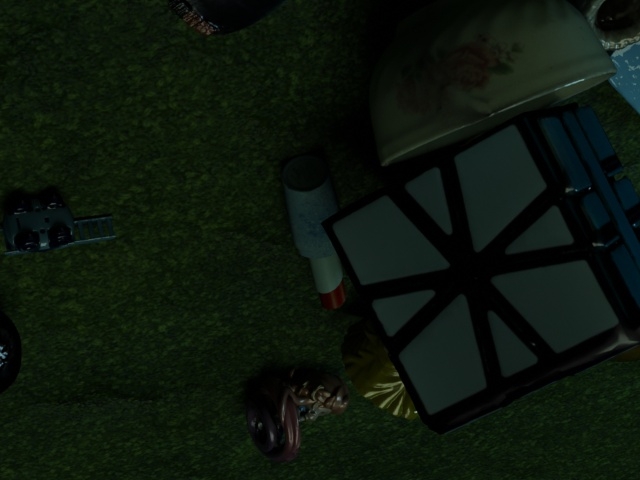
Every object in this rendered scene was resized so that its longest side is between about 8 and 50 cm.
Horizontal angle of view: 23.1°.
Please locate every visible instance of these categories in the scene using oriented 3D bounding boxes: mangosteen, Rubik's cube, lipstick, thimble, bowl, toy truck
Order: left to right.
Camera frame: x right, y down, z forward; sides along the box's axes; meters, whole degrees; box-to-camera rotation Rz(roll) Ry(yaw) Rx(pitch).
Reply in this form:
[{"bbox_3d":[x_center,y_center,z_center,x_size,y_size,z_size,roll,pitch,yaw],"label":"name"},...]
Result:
[{"bbox_3d":[-0.442,0.133,1.903,0.151,0.137,0.137,0,156,35],"label":"mangosteen"},{"bbox_3d":[-0.302,-0.017,1.818,0.136,0.063,0.074,-7,161,-18],"label":"toy truck"},{"bbox_3d":[0.000,0.000,1.969,0.068,0.061,0.274,-12,142,1],"label":"lipstick"},{"bbox_3d":[0.170,-0.192,1.695,0.277,0.145,0.277,-20,177,-1],"label":"bowl"},{"bbox_3d":[0.220,0.023,1.814,0.293,0.288,0.283,-30,175,25],"label":"Rubik's cube"},{"bbox_3d":[0.328,-0.280,1.743,0.115,0.090,0.102,-38,136,26],"label":"thimble"}]

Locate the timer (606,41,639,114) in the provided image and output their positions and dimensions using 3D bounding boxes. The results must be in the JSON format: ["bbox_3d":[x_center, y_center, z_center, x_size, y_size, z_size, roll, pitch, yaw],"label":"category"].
[{"bbox_3d":[0.487,-0.229,1.914,0.232,0.091,0.250,-35,129,21],"label":"timer"}]

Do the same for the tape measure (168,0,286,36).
[{"bbox_3d":[-0.110,-0.294,1.432,0.135,0.202,0.223,-31,127,17],"label":"tape measure"}]

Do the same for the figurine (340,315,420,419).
[{"bbox_3d":[0.189,0.082,2.070,0.187,0.168,0.315,16,131,-36],"label":"figurine"}]

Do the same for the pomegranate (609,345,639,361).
[{"bbox_3d":[0.396,0.078,2.183,0.210,0.180,0.180,10,149,21],"label":"pomegranate"}]

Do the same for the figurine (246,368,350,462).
[{"bbox_3d":[-0.036,0.231,2.227,0.157,0.114,0.126,-41,-178,-19],"label":"figurine"}]
